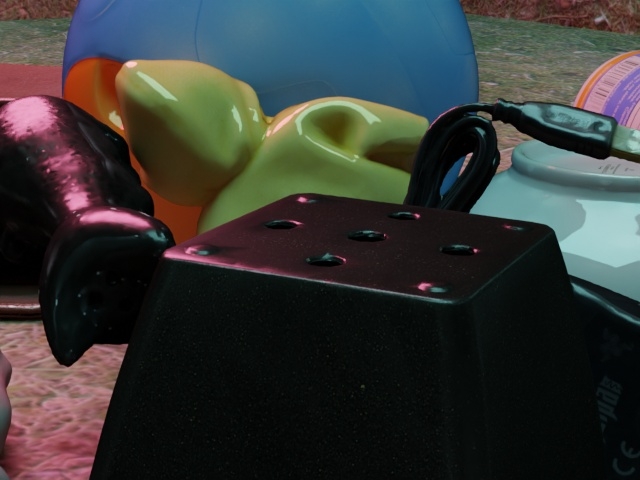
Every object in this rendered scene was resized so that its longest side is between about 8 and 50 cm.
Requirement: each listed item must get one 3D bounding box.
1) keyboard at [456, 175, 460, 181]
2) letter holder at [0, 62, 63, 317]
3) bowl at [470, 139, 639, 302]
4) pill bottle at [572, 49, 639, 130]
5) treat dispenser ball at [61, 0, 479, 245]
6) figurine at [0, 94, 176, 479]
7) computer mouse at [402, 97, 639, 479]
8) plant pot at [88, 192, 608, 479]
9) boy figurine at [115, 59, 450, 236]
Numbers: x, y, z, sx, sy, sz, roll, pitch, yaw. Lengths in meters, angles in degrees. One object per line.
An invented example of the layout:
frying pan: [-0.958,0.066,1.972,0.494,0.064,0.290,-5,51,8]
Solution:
keyboard: [0.074,-0.021,1.158,0.317,0.033,0.201,3,22,1]
letter holder: [-0.322,-0.046,0.999,0.302,0.152,0.214,3,18,7]
bowl: [0.196,0.006,0.883,0.298,0.134,0.298,1,16,0]
pill bottle: [0.343,-0.079,1.164,0.152,0.152,0.272,-3,17,-14]
treat dispenser ball: [-0.035,-0.106,0.913,0.288,0.288,0.288,1,16,0]
figurine: [-0.151,0.050,0.623,0.092,0.214,0.209,32,5,-26]
computer mouse: [0.147,0.037,0.654,0.262,0.184,0.060,20,-1,17]
plant pot: [0.016,0.077,0.553,0.188,0.166,0.187,8,16,25]
boy figurine: [0.000,0.000,0.732,0.285,0.177,0.092,32,1,2]
